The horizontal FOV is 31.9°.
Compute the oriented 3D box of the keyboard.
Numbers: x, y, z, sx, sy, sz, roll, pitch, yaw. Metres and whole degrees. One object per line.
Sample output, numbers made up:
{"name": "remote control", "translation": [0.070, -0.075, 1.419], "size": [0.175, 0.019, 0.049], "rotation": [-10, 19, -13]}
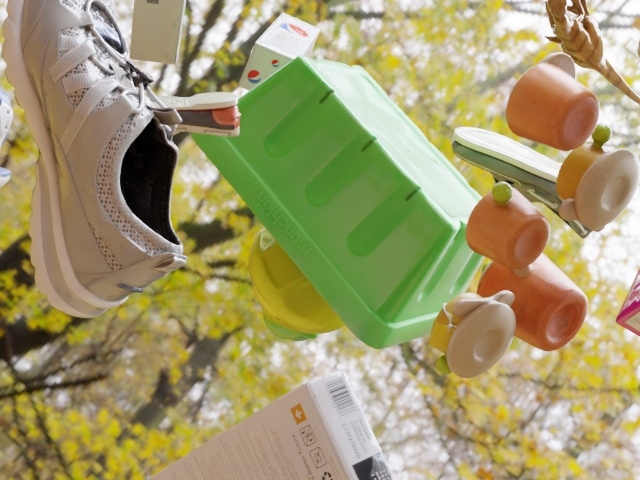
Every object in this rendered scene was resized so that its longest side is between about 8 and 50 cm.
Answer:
{"name": "keyboard", "translation": [-0.224, -0.343, 1.567], "size": [0.072, 0.014, 0.256], "rotation": [10, -39, -7]}

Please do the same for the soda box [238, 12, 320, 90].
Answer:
{"name": "soda box", "translation": [-0.058, -0.275, 1.675], "size": [0.069, 0.216, 0.074], "rotation": [23, -66, -1]}

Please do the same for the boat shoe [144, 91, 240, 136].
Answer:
{"name": "boat shoe", "translation": [-0.150, -0.125, 1.152], "size": [0.137, 0.049, 0.043], "rotation": [-3, -62, -3]}

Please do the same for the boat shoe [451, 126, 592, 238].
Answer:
{"name": "boat shoe", "translation": [0.331, -0.086, 1.778], "size": [0.319, 0.099, 0.116], "rotation": [19, 23, -25]}

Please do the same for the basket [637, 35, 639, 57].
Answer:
{"name": "basket", "translation": [0.548, -0.275, 1.121], "size": [0.328, 0.331, 0.266], "rotation": [14, 2, -30]}

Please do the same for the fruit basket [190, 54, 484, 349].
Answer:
{"name": "fruit basket", "translation": [0.000, 0.000, 1.430], "size": [0.392, 0.283, 0.392], "rotation": [2, -86, 30]}

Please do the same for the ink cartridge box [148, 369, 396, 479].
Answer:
{"name": "ink cartridge box", "translation": [-0.067, 0.290, 1.214], "size": [0.371, 0.069, 0.176], "rotation": [-36, -105, 40]}

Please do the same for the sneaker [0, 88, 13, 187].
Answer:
{"name": "sneaker", "translation": [-0.350, -0.131, 1.021], "size": [0.112, 0.131, 0.296], "rotation": [39, -36, 15]}

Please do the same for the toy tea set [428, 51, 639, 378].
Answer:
{"name": "toy tea set", "translation": [0.202, -0.027, 1.128], "size": [0.124, 0.200, 0.336], "rotation": [39, -61, 44]}

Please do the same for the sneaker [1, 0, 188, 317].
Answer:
{"name": "sneaker", "translation": [-0.147, -0.091, 0.806], "size": [0.115, 0.281, 0.105], "rotation": [-16, -12, 25]}

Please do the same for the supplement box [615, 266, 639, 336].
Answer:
{"name": "supplement box", "translation": [0.364, 0.024, 0.972], "size": [0.114, 0.111, 0.220], "rotation": [31, -22, 1]}

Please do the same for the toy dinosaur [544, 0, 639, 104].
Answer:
{"name": "toy dinosaur", "translation": [0.288, -0.203, 1.201], "size": [0.064, 0.112, 0.211], "rotation": [-38, -54, 23]}
